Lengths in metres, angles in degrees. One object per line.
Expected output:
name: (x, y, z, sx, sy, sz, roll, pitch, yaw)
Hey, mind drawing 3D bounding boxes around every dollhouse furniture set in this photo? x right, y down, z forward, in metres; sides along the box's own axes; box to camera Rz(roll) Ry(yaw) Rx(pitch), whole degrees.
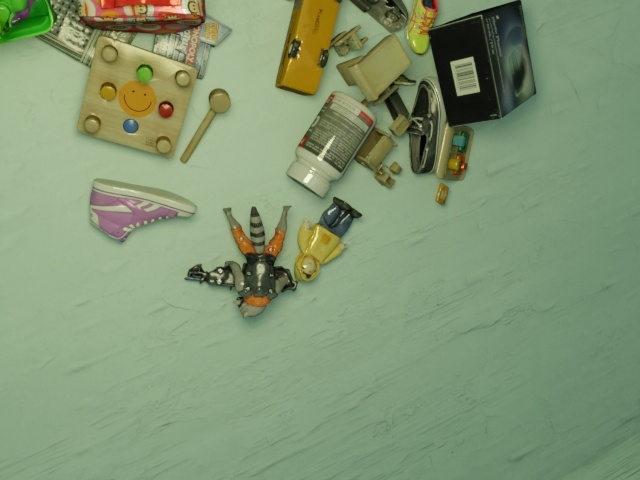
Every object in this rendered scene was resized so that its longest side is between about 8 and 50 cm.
dollhouse furniture set: (0.113, -0.476, 1.618, 0.161, 0.242, 0.212, -45, 114, -18)
dollhouse furniture set: (0.209, -0.289, 1.801, 0.182, 0.101, 0.161, -51, 137, -3)

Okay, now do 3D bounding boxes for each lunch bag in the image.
lunch bag: (-0.421, -0.561, 1.347, 0.293, 0.258, 0.120, -5, 106, -9)

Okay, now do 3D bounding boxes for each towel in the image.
towel: (-0.596, -0.631, 1.437, 0.312, 0.056, 0.324, 29, 91, -23)

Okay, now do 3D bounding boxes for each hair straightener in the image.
hair straightener: (0.218, -0.475, 1.742, 0.047, 0.089, 0.230, -30, 109, -18)

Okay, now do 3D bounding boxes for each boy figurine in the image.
boy figurine: (0.000, 0.000, 1.779, 0.177, 0.092, 0.285, 38, 86, -28)

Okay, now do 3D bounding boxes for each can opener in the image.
can opener: (0.143, -0.727, 1.679, 0.283, 0.076, 0.095, 33, 58, -23)

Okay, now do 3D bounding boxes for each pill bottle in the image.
pill bottle: (0.027, -0.280, 1.682, 0.161, 0.161, 0.283, 33, 90, -23)

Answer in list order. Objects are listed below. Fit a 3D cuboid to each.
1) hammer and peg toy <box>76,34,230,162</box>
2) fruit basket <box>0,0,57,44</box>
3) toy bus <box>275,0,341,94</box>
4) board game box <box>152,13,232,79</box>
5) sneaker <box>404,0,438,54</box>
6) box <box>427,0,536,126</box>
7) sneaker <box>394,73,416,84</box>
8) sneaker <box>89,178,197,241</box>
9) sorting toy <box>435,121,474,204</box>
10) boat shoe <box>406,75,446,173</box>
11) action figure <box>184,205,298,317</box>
hammer and peg toy: (-0.427, -0.348, 1.498, 0.361, 0.127, 0.266, 15, 108, -23)
fruit basket: (-0.779, -0.507, 1.204, 0.392, 0.392, 0.283, -19, 108, -14)
toy bus: (-0.030, -0.586, 1.605, 0.108, 0.130, 0.333, 11, 99, -20)
board game box: (-0.346, -0.546, 1.542, 0.194, 0.060, 0.194, 10, 99, -20)
sneaker: (0.314, -0.673, 1.725, 0.081, 0.094, 0.209, -4, 105, -20)
box: (0.497, -0.535, 1.715, 0.294, 0.182, 0.296, -36, 116, -43)
sneaker: (0.262, -0.504, 1.781, 0.083, 0.031, 0.035, -3, 103, -19)
sneaker: (-0.496, -0.068, 1.590, 0.282, 0.102, 0.161, 11, 102, -11)
sorting toy: (0.448, -0.282, 1.845, 0.196, 0.047, 0.348, -4, 107, -54)
boat shoe: (0.321, -0.359, 1.793, 0.102, 0.108, 0.301, -15, 115, -31)
action figure: (-0.227, 0.067, 1.663, 0.341, 0.178, 0.330, -2, 92, -11)
